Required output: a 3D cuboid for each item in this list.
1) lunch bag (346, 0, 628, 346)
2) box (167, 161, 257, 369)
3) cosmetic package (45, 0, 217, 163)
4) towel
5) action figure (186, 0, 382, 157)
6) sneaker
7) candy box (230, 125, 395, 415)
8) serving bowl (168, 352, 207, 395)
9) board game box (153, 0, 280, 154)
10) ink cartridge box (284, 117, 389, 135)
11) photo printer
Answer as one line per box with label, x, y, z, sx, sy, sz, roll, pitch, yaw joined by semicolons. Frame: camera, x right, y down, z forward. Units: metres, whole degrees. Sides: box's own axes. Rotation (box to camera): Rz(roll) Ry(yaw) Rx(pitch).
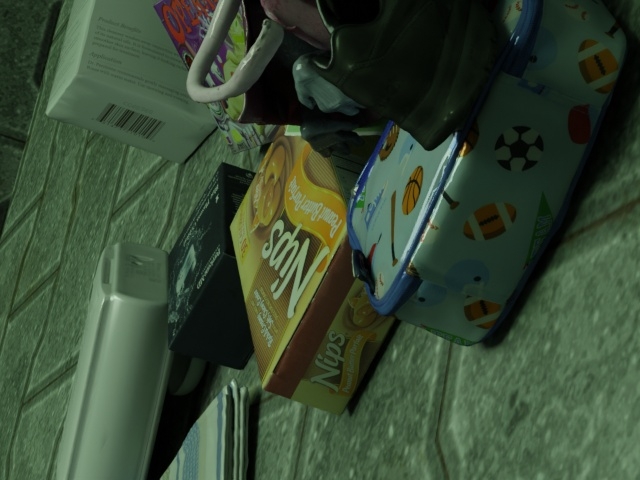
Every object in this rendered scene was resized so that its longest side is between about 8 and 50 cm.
lunch bag;0.118;-0.079;1.380;0.303;0.115;0.243;-63;18;22
box;-0.098;0.028;1.915;0.156;0.093;0.158;-58;24;35
cosmetic package;-0.226;-0.332;2.430;0.156;0.217;0.385;-38;36;58
towel;-0.139;0.304;1.868;0.285;0.034;0.209;125;153;-45
action figure;-0.030;-0.268;1.551;0.248;0.276;0.370;-21;72;49
sneaker;0.063;-0.198;1.281;0.109;0.130;0.286;-54;19;40
candy box;0.000;0.000;1.668;0.183;0.087;0.316;-63;21;22
serving bowl;-0.151;0.145;2.056;0.083;0.027;0.083;-162;90;-71
board game box;-0.076;-0.211;1.944;0.208;0.056;0.347;66;160;-5
ink cartridge box;0.065;-0.201;1.654;0.171;0.056;0.235;4;76;53
photo printer;-0.242;0.180;2.086;0.256;0.107;0.307;-112;35;-75
